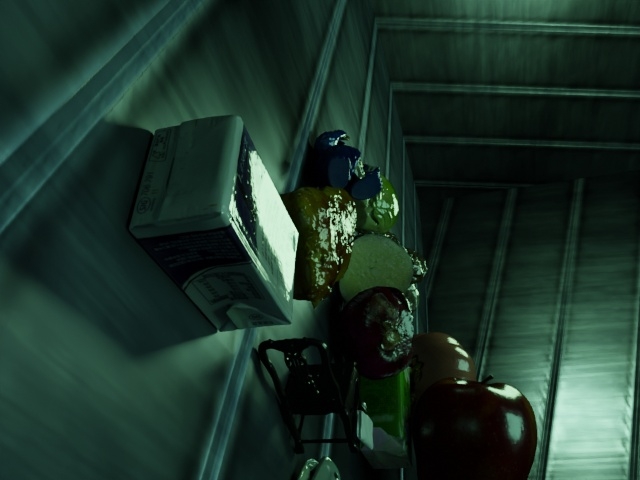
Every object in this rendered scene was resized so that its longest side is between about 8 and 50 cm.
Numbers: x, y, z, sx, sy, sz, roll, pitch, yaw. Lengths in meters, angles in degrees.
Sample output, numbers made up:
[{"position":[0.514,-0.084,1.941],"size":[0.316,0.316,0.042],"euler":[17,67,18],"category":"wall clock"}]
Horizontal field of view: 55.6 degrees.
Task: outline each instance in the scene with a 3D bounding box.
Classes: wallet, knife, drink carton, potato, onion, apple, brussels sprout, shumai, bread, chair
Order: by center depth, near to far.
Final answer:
[{"position":[-0.100,-0.008,0.668],"size":[0.222,0.102,0.134],"euler":[64,21,-51],"category":"drink carton"},{"position":[-0.026,0.387,0.852],"size":[0.073,0.040,0.265],"euler":[65,18,-3],"category":"knife"},{"position":[-0.007,0.206,0.904],"size":[0.113,0.106,0.229],"euler":[-71,151,-59],"category":"chair"},{"position":[0.069,0.289,0.924],"size":[0.083,0.011,0.044],"euler":[59,28,-55],"category":"wallet"},{"position":[0.000,0.000,1.052],"size":[0.380,0.109,0.185],"euler":[-26,107,-77],"category":"bread"},{"position":[0.100,0.199,1.316],"size":[0.218,0.140,0.195],"euler":[171,-88,-67],"category":"onion"},{"position":[0.106,0.056,1.407],"size":[0.202,0.182,0.117],"euler":[28,10,-28],"category":"potato"},{"position":[0.350,0.466,1.419],"size":[0.288,0.288,0.317],"euler":[-3,96,-76],"category":"apple"},{"position":[0.159,0.392,1.459],"size":[0.161,0.108,0.271],"euler":[65,22,-51],"category":"drink carton"},{"position":[0.131,-0.089,1.555],"size":[0.181,0.144,0.161],"euler":[-47,152,-44],"category":"brussels sprout"},{"position":[0.167,0.096,1.585],"size":[0.184,0.185,0.218],"euler":[16,18,-38],"category":"shumai"}]

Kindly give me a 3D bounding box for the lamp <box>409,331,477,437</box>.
[{"position":[0.287,0.401,1.694],"size":[0.239,0.305,0.305],"euler":[16,57,-25],"category":"lamp"}]

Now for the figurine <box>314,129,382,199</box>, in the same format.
[{"position":[0.043,-0.156,1.318],"size":[0.164,0.121,0.262],"euler":[42,14,-9],"category":"figurine"}]
